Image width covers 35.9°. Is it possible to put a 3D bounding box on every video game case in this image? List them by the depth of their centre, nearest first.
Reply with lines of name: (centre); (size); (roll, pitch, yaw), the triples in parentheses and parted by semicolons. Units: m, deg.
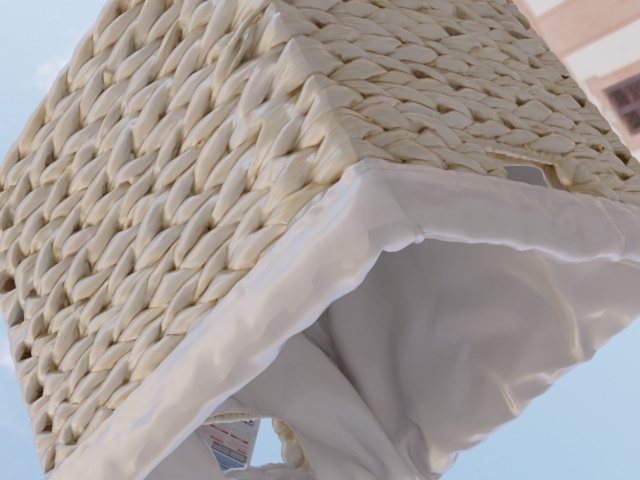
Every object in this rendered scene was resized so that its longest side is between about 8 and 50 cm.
video game case: (-0.094, 0.170, 0.762); (0.087, 0.011, 0.122); (33, -130, -26)

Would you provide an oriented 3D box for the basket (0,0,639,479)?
basket: (0.000, 0.000, 0.648); (0.328, 0.331, 0.266); (5, -132, -45)
